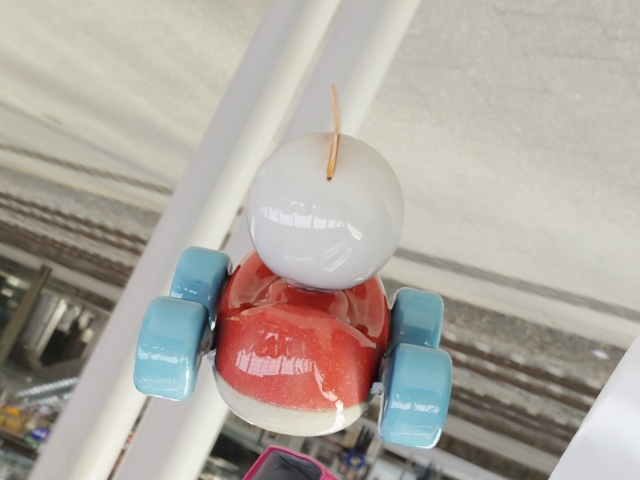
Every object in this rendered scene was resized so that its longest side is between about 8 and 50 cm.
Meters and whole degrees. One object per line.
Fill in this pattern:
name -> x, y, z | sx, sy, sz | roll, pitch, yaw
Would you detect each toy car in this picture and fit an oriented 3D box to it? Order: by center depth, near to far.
toy car -> 0.000, 0.000, 0.702 | 0.219, 0.238, 0.210 | 12, -160, 0

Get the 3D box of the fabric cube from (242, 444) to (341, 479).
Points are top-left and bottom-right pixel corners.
fabric cube -> -0.009, 0.442, 1.175 | 0.258, 0.259, 0.254 | 40, 165, -10

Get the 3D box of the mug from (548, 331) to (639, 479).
mug -> 0.317, 0.187, 0.566 | 0.328, 0.374, 0.276 | 33, 129, 23
